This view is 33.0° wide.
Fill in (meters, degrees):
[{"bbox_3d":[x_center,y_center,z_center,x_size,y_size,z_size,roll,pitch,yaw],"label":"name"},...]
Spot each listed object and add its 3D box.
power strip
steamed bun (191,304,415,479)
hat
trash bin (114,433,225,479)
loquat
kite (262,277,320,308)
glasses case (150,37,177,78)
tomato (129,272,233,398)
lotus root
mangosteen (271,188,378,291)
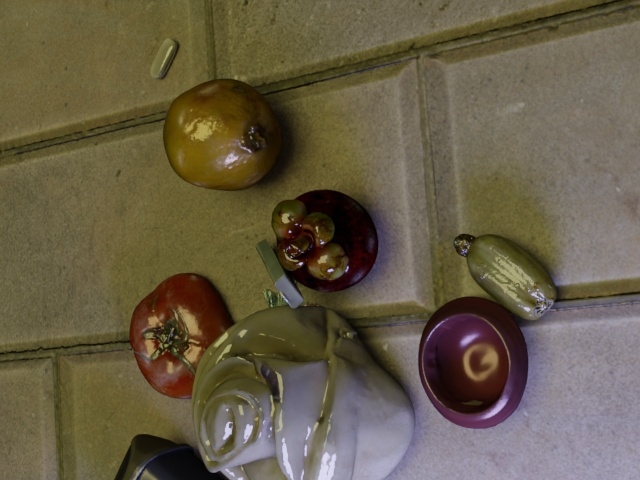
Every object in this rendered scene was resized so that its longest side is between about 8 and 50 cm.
[{"bbox_3d":[-0.074,0.052,1.860,0.027,0.253,0.060,-36,111,1],"label":"power strip"},{"bbox_3d":[-0.068,0.280,1.786,0.342,0.255,0.368,-49,61,22],"label":"steamed bun"},{"bbox_3d":[0.244,0.189,1.690,0.205,0.089,0.205,0,91,35],"label":"hat"},{"bbox_3d":[-0.256,0.496,1.934,0.290,0.182,0.209,30,101,25],"label":"trash bin"},{"bbox_3d":[-0.162,-0.183,1.898,0.246,0.213,0.213,12,93,54],"label":"loquat"},{"bbox_3d":[-0.048,0.104,1.931,0.137,0.005,0.153,16,95,32],"label":"kite"},{"bbox_3d":[-0.309,-0.358,2.125,0.032,0.021,0.083,36,105,29],"label":"glasses case"},{"bbox_3d":[-0.269,0.177,2.014,0.236,0.095,0.237,-3,84,32],"label":"tomato"},{"bbox_3d":[0.286,0.048,1.680,0.183,0.077,0.090,39,100,25],"label":"lotus root"},{"bbox_3d":[0.000,0.000,1.796,0.200,0.200,0.200,-3,84,32],"label":"mangosteen"}]
